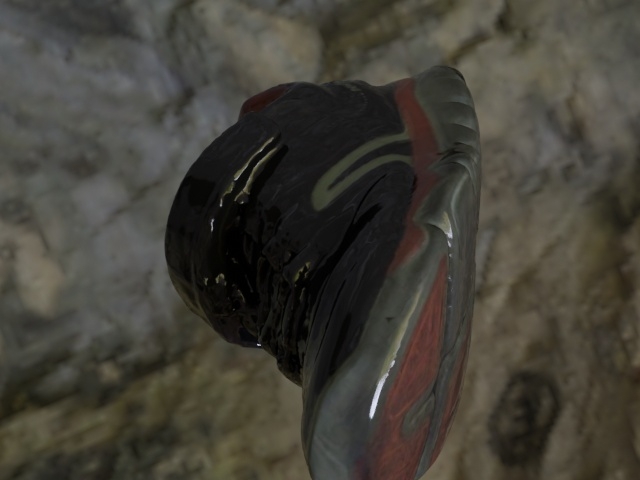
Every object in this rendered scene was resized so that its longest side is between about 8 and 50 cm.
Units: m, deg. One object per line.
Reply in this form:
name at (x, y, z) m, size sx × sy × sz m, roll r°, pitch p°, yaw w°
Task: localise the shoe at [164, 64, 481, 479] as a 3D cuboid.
shoe at (0.000, 0.000, 0.798) m, size 0.137 × 0.114 × 0.291 m, roll 2°, pitch -153°, yaw 3°
